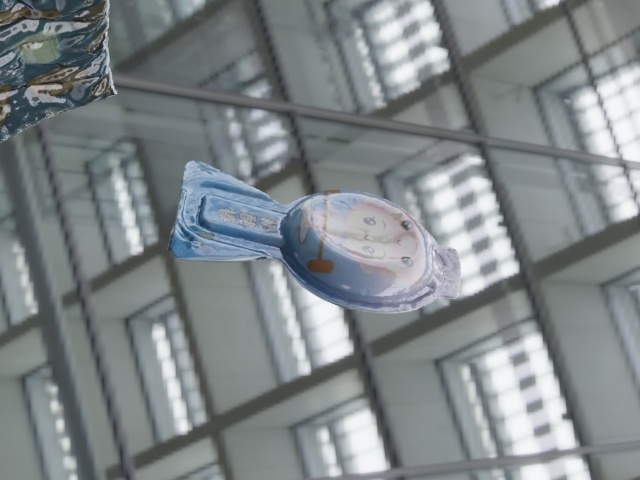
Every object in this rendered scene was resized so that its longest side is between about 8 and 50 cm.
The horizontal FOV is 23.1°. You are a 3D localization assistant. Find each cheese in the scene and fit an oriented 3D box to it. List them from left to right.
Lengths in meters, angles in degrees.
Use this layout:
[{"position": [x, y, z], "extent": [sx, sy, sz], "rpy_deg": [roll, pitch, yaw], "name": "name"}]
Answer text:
[{"position": [0.000, 0.000, 1.288], "extent": [0.135, 0.244, 0.052], "rpy_deg": [-85, -167, -48], "name": "cheese"}]

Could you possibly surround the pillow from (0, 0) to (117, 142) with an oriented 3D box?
[{"position": [-0.216, -0.117, 0.935], "extent": [0.255, 0.189, 0.034], "rpy_deg": [96, -31, -66], "name": "pillow"}]
